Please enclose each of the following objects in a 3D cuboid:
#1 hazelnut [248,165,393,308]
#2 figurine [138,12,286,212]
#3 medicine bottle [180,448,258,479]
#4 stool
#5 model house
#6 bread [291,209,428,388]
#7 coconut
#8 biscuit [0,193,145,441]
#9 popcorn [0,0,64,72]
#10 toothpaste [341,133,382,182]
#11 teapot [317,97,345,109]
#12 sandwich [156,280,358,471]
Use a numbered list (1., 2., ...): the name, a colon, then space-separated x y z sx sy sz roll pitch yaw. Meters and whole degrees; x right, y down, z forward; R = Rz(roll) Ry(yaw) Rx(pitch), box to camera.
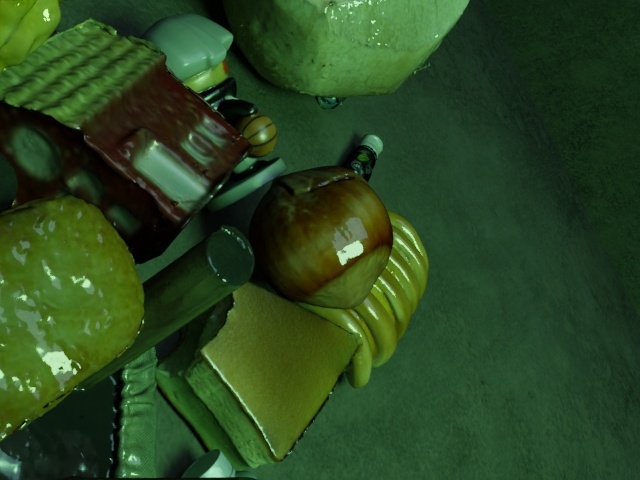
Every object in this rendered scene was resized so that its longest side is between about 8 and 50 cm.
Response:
1. hazelnut: 0.000 0.000 0.810 0.182 0.182 0.182 30 46 -37
2. figurine: -0.145 -0.166 0.827 0.133 0.176 0.236 -40 105 -39
3. medicine bottle: -0.090 0.278 0.676 0.074 0.055 0.118 -39 100 -20
4. stool: -0.211 0.129 0.499 0.310 0.226 0.310 20 53 -41
5. model house: -0.233 -0.108 0.686 0.254 0.160 0.196 43 39 -12
6. bread: 0.078 0.061 0.991 0.173 0.121 0.311 51 37 -11
7. coconut: 0.026 -0.410 1.054 0.404 0.404 0.405 30 46 -37
8. biscuit: -0.194 0.052 0.360 0.247 0.029 0.118 -37 102 -55
9. popcorn: -0.343 -0.263 0.456 0.348 0.381 0.349 1 84 -13
10. toothpaste: 0.063 -0.118 1.163 0.071 0.045 0.193 49 43 -18
11. teapot: 0.024 -0.284 1.213 0.063 0.049 0.083 52 37 -14
12. sandwich: -0.073 0.127 0.770 0.186 0.108 0.220 57 38 -9
